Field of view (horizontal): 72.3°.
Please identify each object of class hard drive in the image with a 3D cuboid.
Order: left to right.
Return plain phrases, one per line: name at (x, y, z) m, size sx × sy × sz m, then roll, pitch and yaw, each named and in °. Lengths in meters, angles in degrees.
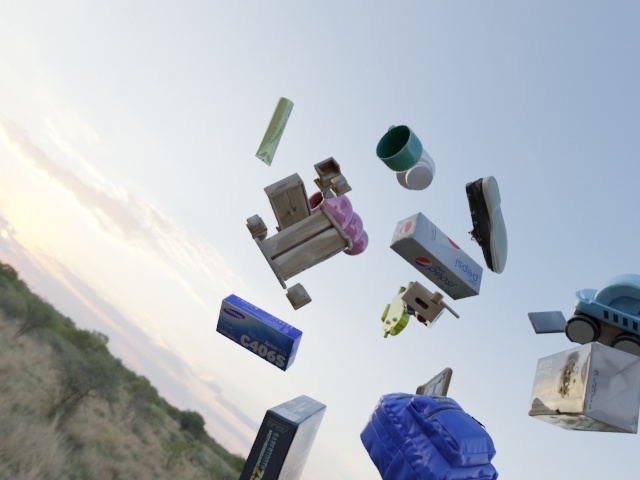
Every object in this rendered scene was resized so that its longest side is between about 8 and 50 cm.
hard drive at (0.913, 0.328, 1.754) m, size 0.135 × 0.094 × 0.022 m, roll -3°, pitch -43°, yaw -1°

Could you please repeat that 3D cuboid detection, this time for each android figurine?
android figurine at (0.352, 0.316, 1.971) m, size 0.056 × 0.273 × 0.248 m, roll 32°, pitch -27°, yaw -7°

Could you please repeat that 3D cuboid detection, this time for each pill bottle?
pill bottle at (0.335, -0.276, 1.614) m, size 0.146 × 0.264 × 0.146 m, roll -1°, pitch -60°, yaw -2°

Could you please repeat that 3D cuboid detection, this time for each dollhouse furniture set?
dollhouse furniture set at (0.000, 0.000, 1.128) m, size 0.356 × 0.303 × 0.174 m, roll 55°, pitch -12°, yaw 36°

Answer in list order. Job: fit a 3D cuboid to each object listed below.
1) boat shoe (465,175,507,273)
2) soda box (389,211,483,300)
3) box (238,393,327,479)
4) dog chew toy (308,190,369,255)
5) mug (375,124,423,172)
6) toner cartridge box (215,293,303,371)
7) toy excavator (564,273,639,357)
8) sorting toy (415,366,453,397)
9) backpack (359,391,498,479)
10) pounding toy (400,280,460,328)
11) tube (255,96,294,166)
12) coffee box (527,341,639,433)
boat shoe at (0.565, -0.049, 1.524) m, size 0.113 × 0.127 × 0.340 m, roll -2°, pitch -72°, yaw 44°
soda box at (0.331, 0.049, 1.232) m, size 0.286 × 0.098 × 0.091 m, roll 38°, pitch -36°, yaw -21°
box at (-0.067, 0.370, 0.744) m, size 0.059 × 0.183 × 0.233 m, roll 20°, pitch -9°, yaw 17°
dog chew toy at (0.078, -0.057, 1.775) m, size 0.206 × 0.207 × 0.332 m, roll 3°, pitch -33°, yaw 48°
mug at (0.254, -0.286, 1.356) m, size 0.129 × 0.158 × 0.097 m, roll 1°, pitch -30°, yaw 49°
toner cartridge box at (-0.251, 0.365, 1.755) m, size 0.347 × 0.075 × 0.165 m, roll 24°, pitch -66°, yaw 18°
toy excavator at (1.081, 0.185, 1.416) m, size 0.432 × 0.222 × 0.445 m, roll 24°, pitch -66°, yaw 38°
sorting toy at (0.388, 0.562, 1.567) m, size 0.038 × 0.208 × 0.193 m, roll 24°, pitch -67°, yaw 42°
backpack at (0.109, 0.207, 0.449) m, size 0.098 × 0.101 × 0.120 m, roll 21°, pitch 10°, yaw -33°
pounding toy at (0.356, 0.227, 1.441) m, size 0.181 × 0.094 × 0.206 m, roll 40°, pitch -8°, yaw 22°
tube at (-0.164, -0.389, 1.557) m, size 0.070 × 0.240 × 0.062 m, roll 21°, pitch -6°, yaw -16°
coffee box at (0.643, 0.372, 1.087) m, size 0.118 × 0.168 × 0.297 m, roll 18°, pitch -20°, yaw 9°
